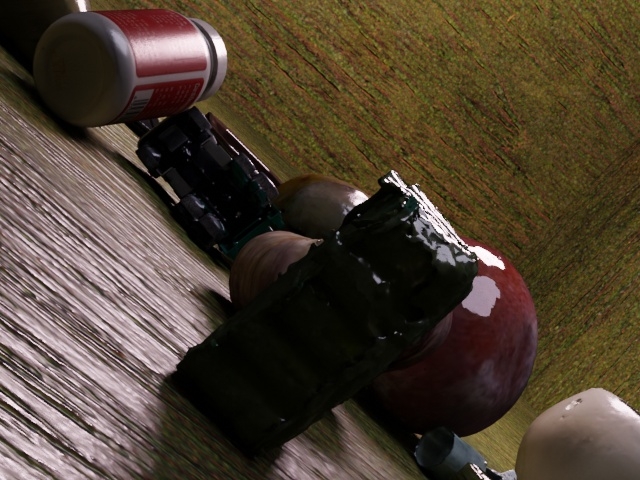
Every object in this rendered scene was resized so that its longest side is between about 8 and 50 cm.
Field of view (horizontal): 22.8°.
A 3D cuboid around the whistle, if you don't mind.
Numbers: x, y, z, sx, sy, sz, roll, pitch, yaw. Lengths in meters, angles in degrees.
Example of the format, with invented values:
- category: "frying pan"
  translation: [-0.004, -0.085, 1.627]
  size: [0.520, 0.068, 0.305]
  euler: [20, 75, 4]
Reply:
- category: "whistle"
  translation: [0.231, 0.332, 1.967]
  size: [0.312, 0.062, 0.062]
  euler: [43, 5, -32]

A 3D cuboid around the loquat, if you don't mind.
- category: "loquat"
  translation: [0.000, 0.000, 2.047]
  size: [0.179, 0.179, 0.227]
  euler: [45, -10, -10]

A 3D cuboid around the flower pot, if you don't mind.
- category: "flower pot"
  translation: [-0.128, -0.092, 2.343]
  size: [0.179, 0.084, 0.251]
  euler: [44, 4, -11]

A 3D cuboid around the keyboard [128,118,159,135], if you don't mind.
- category: "keyboard"
  translation: [-0.267, -0.185, 2.316]
  size: [0.072, 0.023, 0.231]
  euler: [37, 7, -17]

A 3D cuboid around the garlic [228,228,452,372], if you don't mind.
- category: "garlic"
  translation: [0.015, 0.081, 1.707]
  size: [0.245, 0.160, 0.245]
  euler: [14, -10, 2]

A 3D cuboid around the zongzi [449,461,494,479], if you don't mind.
- category: "zongzi"
  translation: [0.206, 0.330, 1.852]
  size: [0.119, 0.055, 0.109]
  euler: [56, 1, -33]

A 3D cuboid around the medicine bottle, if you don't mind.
- category: "medicine bottle"
  translation: [-0.217, -0.205, 1.854]
  size: [0.131, 0.131, 0.250]
  euler: [46, 25, 12]

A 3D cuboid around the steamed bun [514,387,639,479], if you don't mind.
- category: "steamed bun"
  translation: [0.399, 0.368, 2.177]
  size: [0.324, 0.206, 0.324]
  euler: [47, -5, 6]

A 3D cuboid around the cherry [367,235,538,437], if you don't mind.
- category: "cherry"
  translation: [0.156, 0.125, 2.002]
  size: [0.221, 0.261, 0.307]
  euler: [3, 10, 24]

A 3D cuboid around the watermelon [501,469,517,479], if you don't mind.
- category: "watermelon"
  translation: [0.224, 0.314, 2.042]
  size: [0.085, 0.061, 0.085]
  euler: [40, -8, 6]

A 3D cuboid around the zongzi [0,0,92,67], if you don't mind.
- category: "zongzi"
  translation: [-0.374, -0.303, 1.859]
  size: [0.289, 0.154, 0.317]
  euler: [18, 45, -52]

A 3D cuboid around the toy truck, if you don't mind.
- category: "toy truck"
  translation: [-0.130, -0.058, 1.951]
  size: [0.216, 0.110, 0.116]
  euler: [48, -8, 32]

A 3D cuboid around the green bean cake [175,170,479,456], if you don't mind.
- category: "green bean cake"
  translation: [0.014, 0.059, 1.329]
  size: [0.132, 0.241, 0.255]
  euler: [51, 4, 0]
